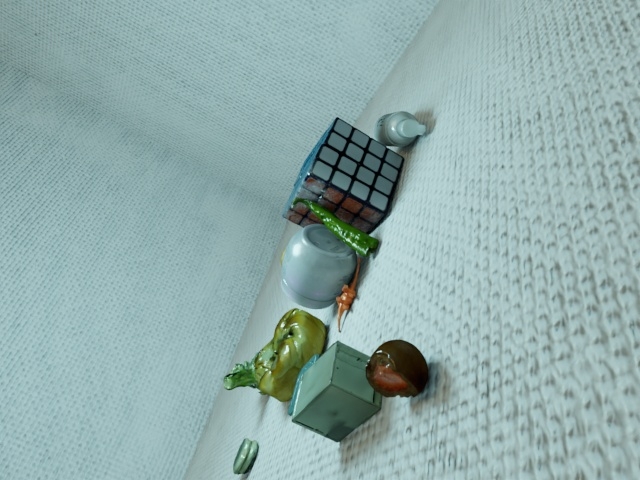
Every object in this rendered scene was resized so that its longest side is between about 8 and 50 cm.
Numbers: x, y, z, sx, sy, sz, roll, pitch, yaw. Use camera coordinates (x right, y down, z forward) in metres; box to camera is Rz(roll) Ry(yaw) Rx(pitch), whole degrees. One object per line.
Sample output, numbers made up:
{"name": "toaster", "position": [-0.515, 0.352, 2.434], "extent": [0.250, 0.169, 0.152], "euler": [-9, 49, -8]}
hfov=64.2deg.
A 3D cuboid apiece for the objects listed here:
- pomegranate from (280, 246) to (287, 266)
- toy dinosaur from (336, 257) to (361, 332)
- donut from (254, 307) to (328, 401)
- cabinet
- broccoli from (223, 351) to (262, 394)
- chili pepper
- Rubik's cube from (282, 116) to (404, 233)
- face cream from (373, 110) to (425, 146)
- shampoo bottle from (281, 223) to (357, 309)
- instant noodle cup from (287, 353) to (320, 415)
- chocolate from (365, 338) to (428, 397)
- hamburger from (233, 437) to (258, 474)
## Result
{"name": "pomegranate", "position": [-0.093, 0.096, 2.501], "extent": [0.209, 0.209, 0.209], "euler": [-58, 11, 19]}
{"name": "toy dinosaur", "position": [0.098, 0.185, 1.792], "extent": [0.101, 0.055, 0.280], "euler": [68, -136, -74]}
{"name": "donut", "position": [-0.120, 0.427, 1.923], "extent": [0.360, 0.170, 0.360], "euler": [-56, 13, 20]}
{"name": "cabinet", "position": [0.046, 0.383, 1.307], "extent": [0.206, 0.145, 0.150], "euler": [-53, 14, 38]}
{"name": "broccoli", "position": [-0.331, 0.573, 2.211], "extent": [0.198, 0.275, 0.177], "euler": [23, 100, 48]}
{"name": "chili pepper", "position": [0.051, -0.057, 1.883], "extent": [0.085, 0.359, 0.076], "euler": [-50, -22, -17]}
{"name": "Rubik's cube", "position": [0.087, -0.220, 2.080], "extent": [0.344, 0.343, 0.337], "euler": [-47, 18, 53]}
{"name": "face cream", "position": [0.324, -0.456, 2.082], "extent": [0.145, 0.145, 0.370], "euler": [-61, 10, 5]}
{"name": "shampoo bottle", "position": [-0.009, 0.098, 1.932], "extent": [0.273, 0.273, 0.266], "euler": [-79, 7, -57]}
{"name": "instant noodle cup", "position": [-0.033, 0.475, 1.649], "extent": [0.157, 0.070, 0.179], "euler": [-53, 14, 44]}
{"name": "chocolate", "position": [0.170, 0.277, 1.081], "extent": [0.133, 0.124, 0.127], "euler": [19, 76, 48]}
{"name": "hamburger", "position": [-0.292, 0.840, 1.983], "extent": [0.133, 0.062, 0.140], "euler": [129, 163, -61]}
